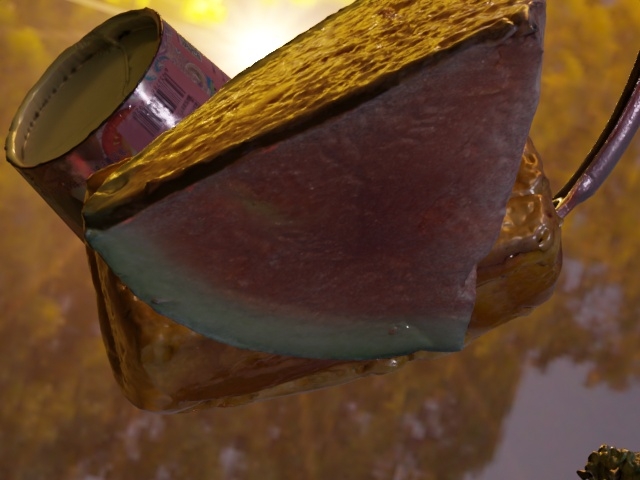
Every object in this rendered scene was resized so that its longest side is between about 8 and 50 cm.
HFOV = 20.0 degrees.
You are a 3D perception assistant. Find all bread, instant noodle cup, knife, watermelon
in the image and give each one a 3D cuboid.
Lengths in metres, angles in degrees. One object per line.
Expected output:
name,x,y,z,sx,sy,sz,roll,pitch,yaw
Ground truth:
bread,0.000,0.000,1.153,0.132,0.294,0.167,89,-17,-53
instant noodle cup,-0.144,-0.066,1.677,0.243,0.231,0.243,-31,-147,23
knife,0.282,-0.097,1.871,0.278,0.053,0.123,-54,-171,-9
watermelon,0.002,-0.053,0.715,0.136,0.207,0.202,57,-42,30

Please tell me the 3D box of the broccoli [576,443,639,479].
broccoli,0.186,0.233,1.199,0.204,0.118,0.122,-52,-164,-11
